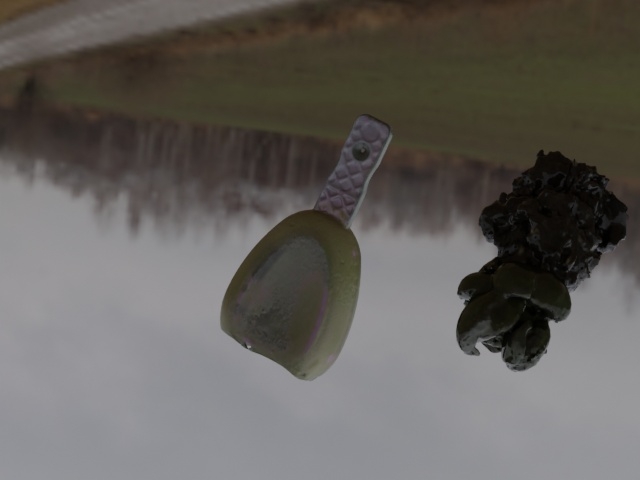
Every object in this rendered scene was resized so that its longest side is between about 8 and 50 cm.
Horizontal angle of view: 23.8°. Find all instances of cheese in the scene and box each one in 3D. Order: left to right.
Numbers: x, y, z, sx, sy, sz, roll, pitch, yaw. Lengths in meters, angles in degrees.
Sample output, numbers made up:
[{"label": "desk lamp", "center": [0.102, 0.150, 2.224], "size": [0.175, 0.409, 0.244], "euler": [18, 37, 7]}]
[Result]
[{"label": "cheese", "center": [0.000, 0.000, 1.082], "size": [0.097, 0.192, 0.037], "euler": [28, -171, 18]}]

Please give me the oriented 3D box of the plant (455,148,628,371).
[{"label": "plant", "center": [0.126, 0.015, 0.899], "size": [0.085, 0.087, 0.174], "euler": [27, -133, 7]}]
